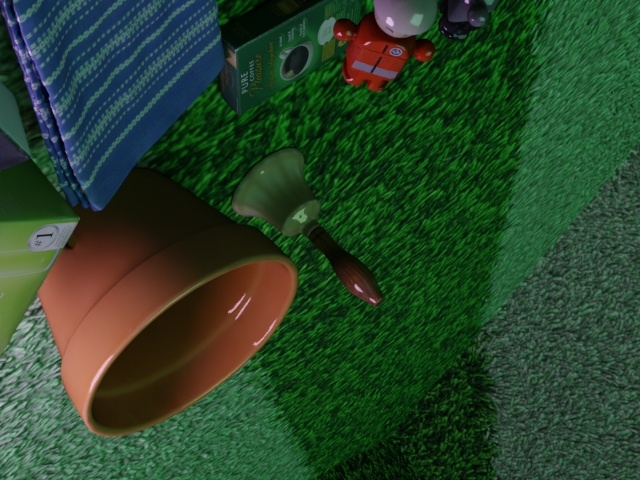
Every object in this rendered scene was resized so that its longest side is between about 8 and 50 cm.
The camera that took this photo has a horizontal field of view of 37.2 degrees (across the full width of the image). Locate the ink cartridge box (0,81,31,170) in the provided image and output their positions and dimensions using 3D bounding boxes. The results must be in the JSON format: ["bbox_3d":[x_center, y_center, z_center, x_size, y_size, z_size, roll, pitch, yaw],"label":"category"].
[{"bbox_3d":[-0.308,-0.100,0.537,0.165,0.065,0.332,-22,161,1],"label":"ink cartridge box"}]

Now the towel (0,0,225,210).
[{"bbox_3d":[-0.164,-0.194,0.834,0.243,0.040,0.336,-53,163,-27],"label":"towel"}]

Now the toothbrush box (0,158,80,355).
[{"bbox_3d":[-0.390,0.023,0.835,0.283,0.122,0.206,-4,136,-55],"label":"toothbrush box"}]

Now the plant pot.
[{"bbox_3d":[-0.200,0.056,1.105,0.291,0.203,0.291,-36,157,-18],"label":"plant pot"}]

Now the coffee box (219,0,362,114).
[{"bbox_3d":[-0.033,-0.230,1.078,0.184,0.040,0.113,-35,157,-20],"label":"coffee box"}]

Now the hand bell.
[{"bbox_3d":[0.000,0.000,1.289,0.126,0.242,0.126,-35,157,-17],"label":"hand bell"}]

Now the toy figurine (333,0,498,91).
[{"bbox_3d":[0.075,-0.280,0.937,0.210,0.213,0.148,-31,169,-26],"label":"toy figurine"}]
